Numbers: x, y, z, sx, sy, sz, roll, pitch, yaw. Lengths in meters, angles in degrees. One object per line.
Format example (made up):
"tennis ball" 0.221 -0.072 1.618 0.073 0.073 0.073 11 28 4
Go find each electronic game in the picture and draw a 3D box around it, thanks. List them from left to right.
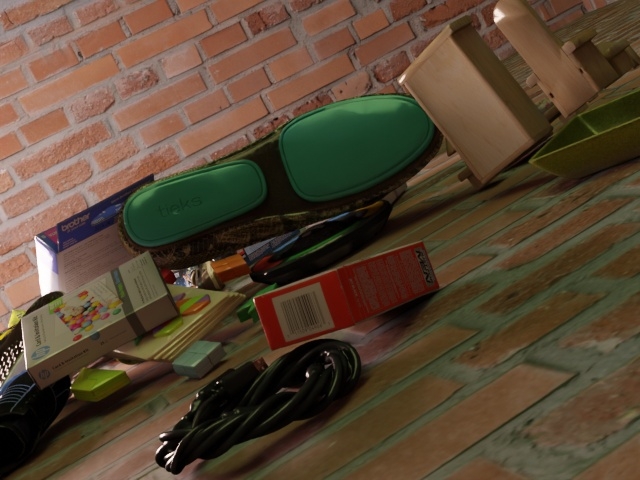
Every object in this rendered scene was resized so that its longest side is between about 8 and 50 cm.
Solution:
"electronic game" 0.000 0.000 1.441 0.229 0.048 0.229 -27 8 4

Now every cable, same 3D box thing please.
"cable" -0.049 0.134 0.786 0.150 0.047 0.184 -15 9 37

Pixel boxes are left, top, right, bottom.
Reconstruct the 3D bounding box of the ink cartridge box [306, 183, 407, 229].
"ink cartridge box" 0.043 -0.095 1.621 0.128 0.127 0.176 -24 7 24

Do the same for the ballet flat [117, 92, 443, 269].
"ballet flat" -0.051 -0.075 1.431 0.483 0.164 0.182 -21 -20 6

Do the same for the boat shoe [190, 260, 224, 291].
"boat shoe" -0.199 0.060 1.693 0.049 0.056 0.152 -23 7 -9

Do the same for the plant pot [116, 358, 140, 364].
"plant pot" -0.257 0.132 1.387 0.083 0.083 0.079 -24 21 25

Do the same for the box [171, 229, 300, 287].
"box" -0.168 0.023 1.866 0.233 0.044 0.159 -19 12 47

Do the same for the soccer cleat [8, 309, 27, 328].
"soccer cleat" -0.493 0.164 1.768 0.289 0.121 0.093 -27 8 5

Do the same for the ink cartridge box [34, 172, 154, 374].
"ink cartridge box" -0.332 0.047 1.496 0.186 0.065 0.311 -33 -33 -38

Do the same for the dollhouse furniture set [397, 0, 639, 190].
"dollhouse furniture set" 0.291 -0.241 1.286 0.355 0.174 0.303 -35 -5 -40

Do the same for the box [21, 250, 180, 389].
"box" -0.277 0.095 1.233 0.186 0.038 0.145 -29 27 -6

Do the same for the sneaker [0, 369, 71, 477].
"sneaker" -0.351 0.214 1.157 0.090 0.081 0.232 -17 18 30

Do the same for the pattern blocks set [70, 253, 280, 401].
"pattern blocks set" -0.197 0.100 1.239 0.325 0.026 0.285 -8 28 38

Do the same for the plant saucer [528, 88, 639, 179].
"plant saucer" 0.350 -0.129 1.106 0.188 0.045 0.188 -22 9 37

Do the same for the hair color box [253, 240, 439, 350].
"hair color box" 0.027 0.047 0.896 0.093 0.053 0.167 -21 -4 31

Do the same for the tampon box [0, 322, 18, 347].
"tampon box" -0.457 0.173 1.656 0.161 0.101 0.120 -26 8 11

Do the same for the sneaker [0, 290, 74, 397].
"sneaker" -0.400 0.213 1.320 0.106 0.123 0.290 13 57 45
